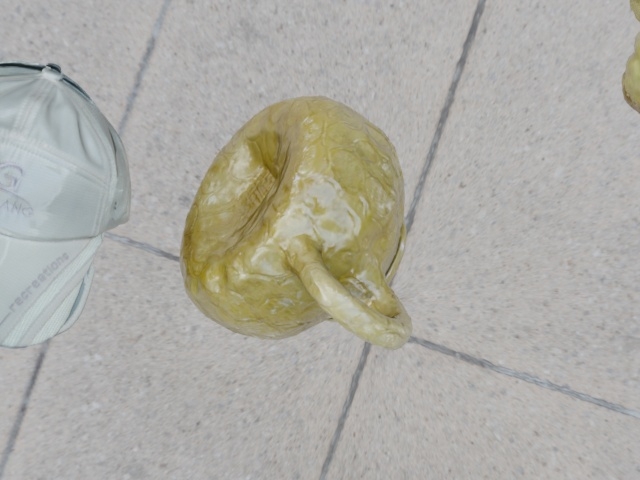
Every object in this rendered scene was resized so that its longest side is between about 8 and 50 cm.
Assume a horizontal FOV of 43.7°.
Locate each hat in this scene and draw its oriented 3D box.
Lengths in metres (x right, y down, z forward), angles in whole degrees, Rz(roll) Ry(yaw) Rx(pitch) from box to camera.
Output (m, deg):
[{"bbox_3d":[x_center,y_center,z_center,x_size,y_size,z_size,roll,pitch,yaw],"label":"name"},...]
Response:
[{"bbox_3d":[-0.283,-0.036,0.682,0.220,0.226,0.164,19,128,-8],"label":"hat"}]

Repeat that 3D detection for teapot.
[{"bbox_3d":[0.000,0.000,0.656,0.167,0.311,0.203,33,99,-30],"label":"teapot"}]

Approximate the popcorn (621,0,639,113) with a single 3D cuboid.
[{"bbox_3d":[0.434,-0.276,0.827,0.265,0.225,0.332,45,96,-2],"label":"popcorn"}]
